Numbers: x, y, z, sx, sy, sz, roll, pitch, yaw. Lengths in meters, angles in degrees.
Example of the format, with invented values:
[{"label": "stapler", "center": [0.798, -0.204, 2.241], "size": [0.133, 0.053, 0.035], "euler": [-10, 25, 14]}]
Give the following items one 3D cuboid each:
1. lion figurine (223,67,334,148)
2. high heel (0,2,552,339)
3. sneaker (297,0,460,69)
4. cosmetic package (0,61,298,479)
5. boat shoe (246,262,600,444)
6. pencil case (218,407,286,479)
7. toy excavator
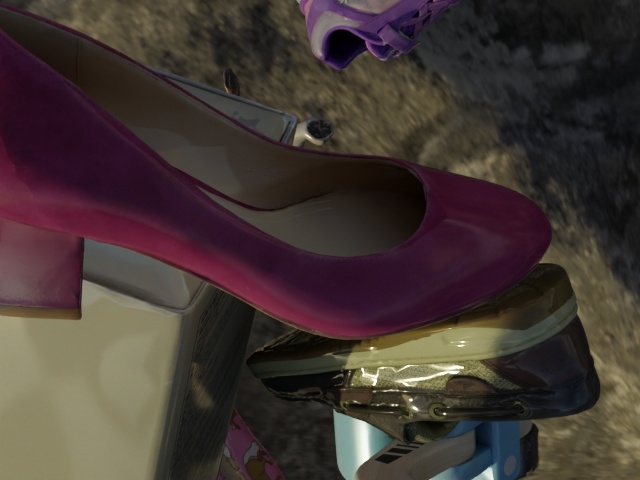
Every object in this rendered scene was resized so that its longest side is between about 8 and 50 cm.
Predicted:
[{"label": "lion figurine", "center": [0.000, 0.000, 1.738], "size": [0.142, 0.240, 0.392], "euler": [-31, 71, -21]}, {"label": "high heel", "center": [-0.017, -0.031, 0.561], "size": [0.244, 0.117, 0.082], "euler": [2, 38, -14]}, {"label": "sneaker", "center": [0.080, -0.221, 1.407], "size": [0.236, 0.095, 0.104], "euler": [-14, 65, 32]}, {"label": "cosmetic package", "center": [-0.110, 0.078, 0.800], "size": [0.113, 0.160, 0.309], "euler": [19, 131, 6]}, {"label": "boat shoe", "center": [0.044, 0.066, 0.749], "size": [0.223, 0.080, 0.073], "euler": [-16, 100, 51]}, {"label": "pencil case", "center": [-0.121, 0.259, 1.548], "size": [0.167, 0.160, 0.386], "euler": [-33, 99, 3]}, {"label": "toy excavator", "center": [0.119, 0.247, 1.860], "size": [0.433, 0.445, 0.222], "euler": [13, 117, 41]}]
